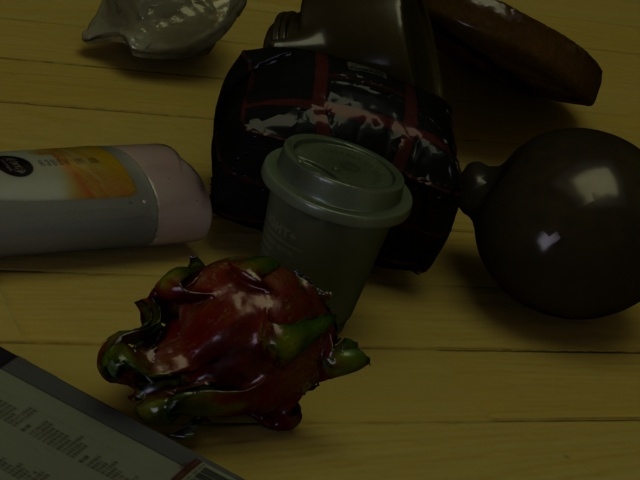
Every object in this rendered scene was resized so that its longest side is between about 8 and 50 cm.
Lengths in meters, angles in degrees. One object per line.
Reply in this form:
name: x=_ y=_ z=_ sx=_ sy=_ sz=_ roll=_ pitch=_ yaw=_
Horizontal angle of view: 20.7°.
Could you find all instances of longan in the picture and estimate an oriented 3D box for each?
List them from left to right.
longan: x=0.208 y=-0.018 z=1.508 sx=0.204 sy=0.159 sz=0.185 roll=23 pitch=33 yaw=26

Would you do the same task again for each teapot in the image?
teapot: x=0.020 y=-0.154 z=1.668 sx=0.175 sy=0.186 sz=0.267 roll=-7 pitch=-12 yaw=14

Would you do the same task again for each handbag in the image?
handbag: x=0.013 y=-0.069 z=1.490 sx=0.215 sy=0.155 sz=0.169 roll=14 pitch=33 yaw=-11

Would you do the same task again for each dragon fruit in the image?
dragon fruit: x=-0.072 y=0.081 z=1.205 sx=0.175 sy=0.138 sz=0.142 roll=-26 pitch=13 yaw=-38

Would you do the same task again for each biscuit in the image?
biscuit: x=0.150 y=-0.225 z=1.882 sx=0.314 sy=0.063 sz=0.367 roll=24 pitch=4 yaw=16

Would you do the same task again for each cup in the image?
cup: x=0.000 y=0.000 z=1.363 sx=0.120 sy=0.141 sz=0.120 roll=15 pitch=22 yaw=-6

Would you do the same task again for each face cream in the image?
face cream: x=-0.217 y=-0.030 z=1.368 sx=0.269 sy=0.073 sz=0.107 roll=-5 pitch=41 yaw=-40

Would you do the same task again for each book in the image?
book: x=-0.166 y=0.145 z=1.107 sx=0.231 sy=0.026 sz=0.157 roll=26 pitch=24 yaw=16

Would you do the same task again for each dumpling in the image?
dumpling: x=-0.147 y=-0.234 z=1.779 sx=0.136 sy=0.118 sz=0.199 roll=31 pitch=50 yaw=30
